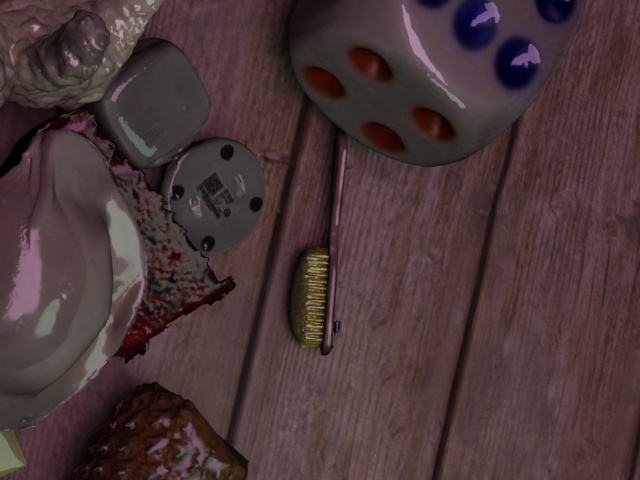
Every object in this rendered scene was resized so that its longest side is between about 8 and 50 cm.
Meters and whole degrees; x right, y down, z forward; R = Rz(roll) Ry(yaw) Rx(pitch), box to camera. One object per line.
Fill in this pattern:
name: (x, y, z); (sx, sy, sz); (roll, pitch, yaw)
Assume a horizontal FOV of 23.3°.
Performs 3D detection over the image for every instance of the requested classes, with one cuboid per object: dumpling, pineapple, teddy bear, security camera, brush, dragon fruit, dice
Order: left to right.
teddy bear: (-0.381, -0.278, 1.796); (0.362, 0.327, 0.375); (5, 115, -48)
dumpling: (-0.320, 0.056, 1.829); (0.260, 0.181, 0.341); (25, 62, -50)
dragon fruit: (-0.311, 0.010, 1.948); (0.282, 0.100, 0.343); (-36, 120, -3)
pineapple: (-0.257, 0.358, 1.957); (0.202, 0.202, 0.362); (42, 83, -20)
security camera: (-0.185, -0.117, 2.027); (0.157, 0.080, 0.301); (-41, 118, -20)
brush: (-0.001, 0.000, 2.123); (0.067, 0.072, 0.313); (5, 89, -11)
dice: (0.148, -0.295, 2.028); (0.277, 0.304, 0.304); (42, 70, -19)

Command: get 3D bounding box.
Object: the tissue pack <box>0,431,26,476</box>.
tissue pack: (-0.478, 0.196, 1.876); (0.159, 0.125, 0.234); (-24, 101, -24)
